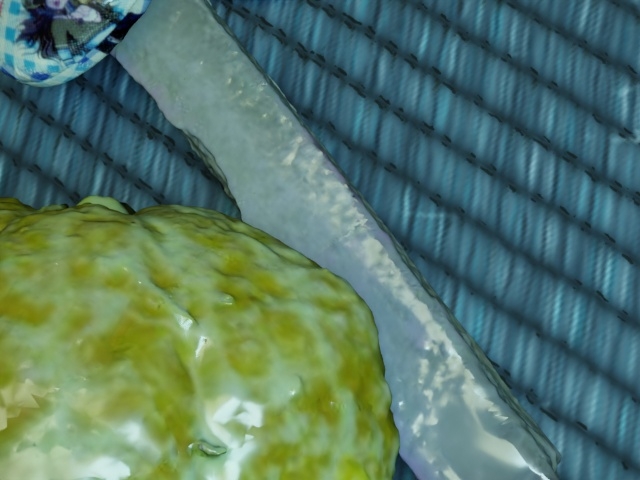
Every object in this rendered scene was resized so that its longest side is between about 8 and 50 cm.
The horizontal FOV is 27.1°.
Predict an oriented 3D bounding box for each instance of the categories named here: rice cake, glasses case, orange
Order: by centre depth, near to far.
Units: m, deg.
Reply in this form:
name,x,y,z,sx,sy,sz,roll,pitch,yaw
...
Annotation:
name,x,y,z,sx,sy,sz,roll,pitch,yaw
orange,-0.150,0.117,0.655,0.369,0.210,0.270,4,99,17
rice cake,0.000,-0.001,0.745,0.070,0.064,0.399,-39,71,9
glasses case,-0.196,-0.230,0.817,0.125,0.076,0.327,-38,60,12
